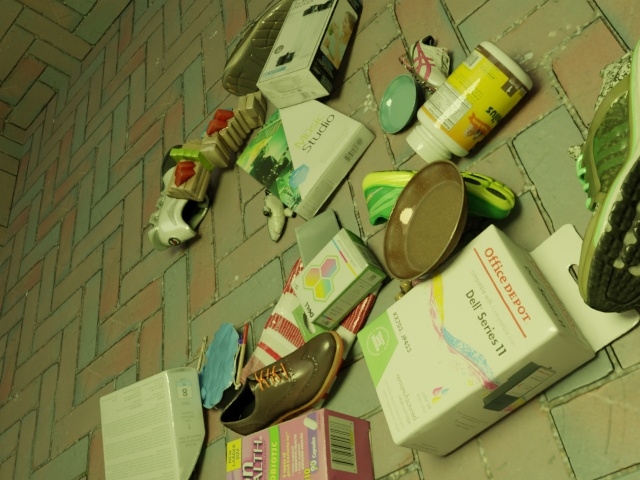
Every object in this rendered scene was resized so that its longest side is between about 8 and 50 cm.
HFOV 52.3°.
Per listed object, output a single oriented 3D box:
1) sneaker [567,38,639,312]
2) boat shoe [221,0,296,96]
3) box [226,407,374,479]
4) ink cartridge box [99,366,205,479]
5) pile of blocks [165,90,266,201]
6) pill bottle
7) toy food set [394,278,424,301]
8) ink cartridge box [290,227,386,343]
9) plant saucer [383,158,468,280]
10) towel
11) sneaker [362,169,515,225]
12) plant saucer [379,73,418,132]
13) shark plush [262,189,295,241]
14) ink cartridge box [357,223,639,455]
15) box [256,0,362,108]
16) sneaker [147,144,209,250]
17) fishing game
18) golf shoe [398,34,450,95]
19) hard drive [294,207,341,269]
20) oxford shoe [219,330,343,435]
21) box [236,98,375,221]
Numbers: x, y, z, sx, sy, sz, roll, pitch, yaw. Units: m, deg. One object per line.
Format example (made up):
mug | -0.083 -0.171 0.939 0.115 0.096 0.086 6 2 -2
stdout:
sneaker | 0.415 -0.096 0.886 0.410 0.158 0.182 -69 17 -11
boat shoe | -0.148 -0.548 1.746 0.355 0.132 0.130 -39 45 25
box | -0.037 0.419 1.072 0.243 0.117 0.213 -30 49 35
ink cartridge box | -0.362 0.501 1.431 0.308 0.091 0.384 -27 68 40
pile of blocks | -0.286 -0.266 1.669 0.149 0.112 0.362 32 78 28
pill bottle | 0.251 -0.228 1.127 0.215 0.117 0.117 -47 41 19
toy food set | 0.160 0.103 1.114 0.078 0.019 0.122 -33 47 32
ink cartridge box | 0.012 0.091 1.205 0.209 0.062 0.109 -46 44 16
plant saucer | 0.167 -0.027 1.005 0.198 0.036 0.198 -49 29 40
towel | -0.027 0.181 1.265 0.237 0.037 0.329 25 88 51
sneaker | 0.200 -0.058 1.119 0.296 0.109 0.123 8 103 46
plant saucer | 0.161 -0.272 1.310 0.119 0.021 0.119 -24 62 55
shark plush | -0.119 -0.069 1.500 0.161 0.073 0.067 55 142 43
ink cartridge box | 0.236 0.126 0.936 0.353 0.119 0.207 -43 41 22
box | -0.024 -0.463 1.542 0.169 0.087 0.289 -4 55 40
sneaker | -0.358 -0.128 1.766 0.146 0.122 0.330 -13 57 23
fishing game | -0.212 0.270 1.402 0.264 0.041 0.189 -29 48 54
golf shoe | 0.218 -0.340 1.268 0.086 0.067 0.186 -44 42 19
hard drive | 0.000 0.000 1.313 0.094 0.022 0.135 -28 37 9
oxford shoe | -0.069 0.258 1.162 0.271 0.098 0.097 -48 43 13
box | -0.045 -0.203 1.471 0.232 0.058 0.322 -52 38 2
